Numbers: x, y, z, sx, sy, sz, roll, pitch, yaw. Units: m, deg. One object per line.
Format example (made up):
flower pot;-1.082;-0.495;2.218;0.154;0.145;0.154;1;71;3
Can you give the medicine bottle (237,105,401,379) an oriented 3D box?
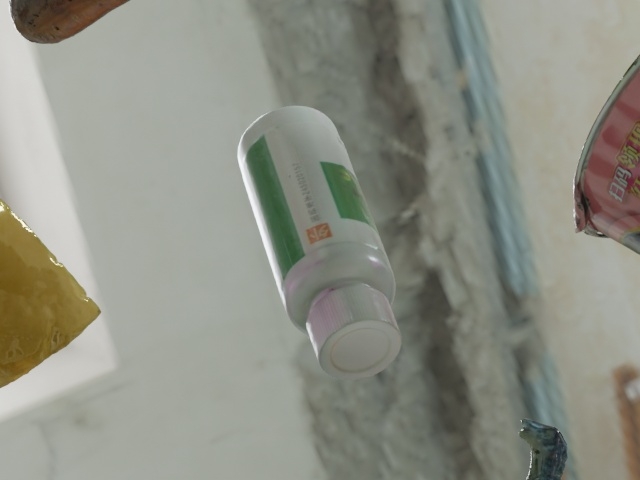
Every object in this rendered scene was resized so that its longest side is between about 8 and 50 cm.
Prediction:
medicine bottle;0.000;0.000;1.528;0.260;0.095;0.095;-107;-163;-46

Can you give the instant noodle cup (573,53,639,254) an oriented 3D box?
instant noodle cup;0.366;-0.033;1.474;0.255;0.244;0.244;42;-37;34

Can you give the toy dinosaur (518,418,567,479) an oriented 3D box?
toy dinosaur;0.114;0.289;1.108;0.076;0.147;0.363;51;24;-62

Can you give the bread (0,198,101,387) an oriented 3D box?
bread;-0.392;0.058;1.910;0.184;0.211;0.224;3;-48;55

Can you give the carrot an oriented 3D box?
carrot;-0.143;-0.184;1.282;0.161;0.055;0.055;-23;-92;24
